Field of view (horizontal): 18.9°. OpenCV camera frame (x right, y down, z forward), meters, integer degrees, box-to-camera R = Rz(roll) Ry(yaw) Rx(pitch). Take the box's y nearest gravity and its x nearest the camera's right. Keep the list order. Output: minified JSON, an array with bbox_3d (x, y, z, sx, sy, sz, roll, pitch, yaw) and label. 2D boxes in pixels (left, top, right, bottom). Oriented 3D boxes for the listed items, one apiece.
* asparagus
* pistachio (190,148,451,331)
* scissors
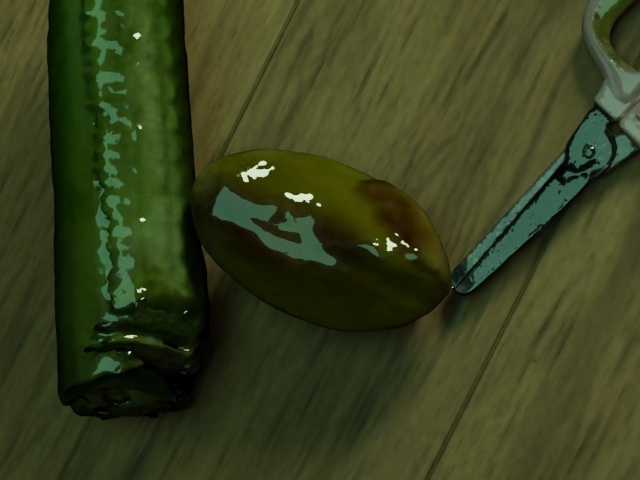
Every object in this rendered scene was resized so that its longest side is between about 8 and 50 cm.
[{"bbox_3d":[-0.138,-0.067,1.360,0.108,0.128,0.382,-5,80,8],"label":"asparagus"},{"bbox_3d":[0.001,0.003,1.318,0.189,0.100,0.110,18,113,8],"label":"pistachio"},{"bbox_3d":[0.200,-0.079,1.292,0.317,0.024,0.160,-45,72,8],"label":"scissors"}]
